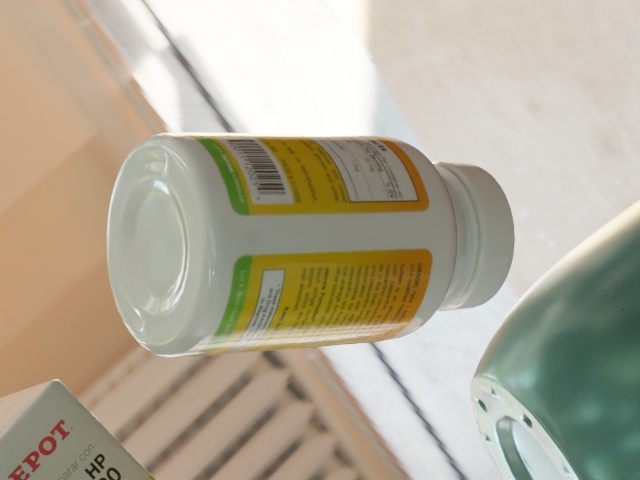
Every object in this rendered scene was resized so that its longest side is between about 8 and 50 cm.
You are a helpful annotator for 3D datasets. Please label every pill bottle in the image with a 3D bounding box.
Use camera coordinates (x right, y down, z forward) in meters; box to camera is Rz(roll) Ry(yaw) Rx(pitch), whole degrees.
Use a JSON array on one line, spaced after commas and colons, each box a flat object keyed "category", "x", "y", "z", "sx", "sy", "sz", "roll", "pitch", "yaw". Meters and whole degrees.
[{"category": "pill bottle", "x": 0.000, "y": 0.000, "z": 0.973, "sx": 0.136, "sy": 0.246, "sz": 0.136, "roll": 4, "pitch": 94, "yaw": 56}]

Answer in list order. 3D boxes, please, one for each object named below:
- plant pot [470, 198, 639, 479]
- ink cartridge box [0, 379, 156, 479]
[{"category": "plant pot", "x": 0.258, "y": 0.124, "z": 1.140, "sx": 0.293, "sy": 0.235, "sz": 0.293, "roll": 55, "pitch": 166, "yaw": 21}, {"category": "ink cartridge box", "x": -0.173, "y": 0.235, "z": 0.974, "sx": 0.232, "sy": 0.171, "sz": 0.168, "roll": 48, "pitch": 150, "yaw": -11}]
